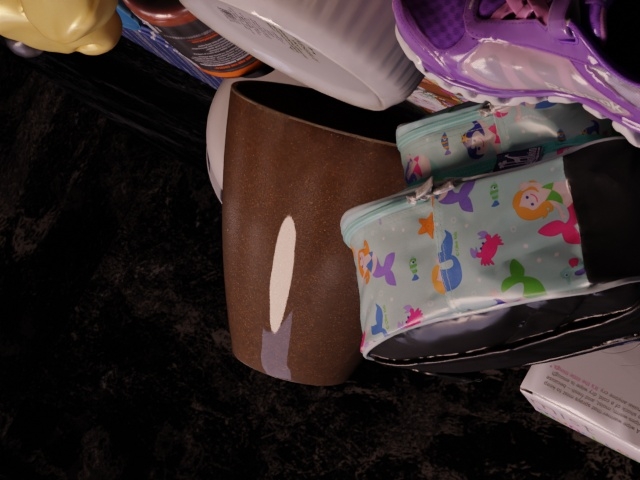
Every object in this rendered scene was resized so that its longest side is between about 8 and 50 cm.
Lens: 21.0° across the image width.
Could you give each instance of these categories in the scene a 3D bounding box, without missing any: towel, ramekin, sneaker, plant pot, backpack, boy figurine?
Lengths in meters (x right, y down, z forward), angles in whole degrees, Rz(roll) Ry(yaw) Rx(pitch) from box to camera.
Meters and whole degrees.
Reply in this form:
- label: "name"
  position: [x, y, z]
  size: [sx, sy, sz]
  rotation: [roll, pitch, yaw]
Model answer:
- label: "towel"
  position: [-0.152, -0.228, 2.128]
  size: [0.336, 0.040, 0.243]
  rotation: [30, 178, 11]
- label: "ramekin"
  position: [-0.001, -0.174, 1.169]
  size: [0.207, 0.109, 0.207]
  rotation: [28, 177, 2]
- label: "sneaker"
  position: [0.146, -0.123, 0.998]
  size: [0.236, 0.095, 0.104]
  rotation: [22, 167, 24]
- label: "plant pot"
  position: [0.000, 0.000, 1.500]
  size: [0.215, 0.230, 0.215]
  rotation: [14, -167, -3]
- label: "backpack"
  position: [0.141, -0.001, 1.158]
  size: [0.253, 0.191, 0.225]
  rotation: [-26, 162, 37]
- label: "boy figurine"
  position: [-0.252, -0.214, 1.509]
  size: [0.177, 0.092, 0.285]
  rotation: [18, 175, -22]

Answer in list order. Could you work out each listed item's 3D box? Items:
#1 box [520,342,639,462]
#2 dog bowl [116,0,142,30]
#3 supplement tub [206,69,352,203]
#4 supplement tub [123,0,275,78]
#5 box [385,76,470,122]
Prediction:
- label: "box"
  position: [0.321, 0.079, 1.271]
  size: [0.262, 0.231, 0.127]
  rotation: [26, 175, 23]
- label: "dog bowl"
  position: [-0.282, -0.308, 1.668]
  size: [0.297, 0.074, 0.166]
  rotation: [30, 176, -32]
- label: "supplement tub"
  position: [-0.019, -0.092, 1.725]
  size: [0.191, 0.191, 0.272]
  rotation: [29, 176, -2]
- label: "supplement tub"
  position: [-0.090, -0.201, 1.463]
  size: [0.106, 0.106, 0.198]
  rotation: [27, 175, 24]
- label: "box"
  position: [0.096, -0.133, 1.374]
  size: [0.293, 0.057, 0.201]
  rotation: [25, 175, 36]
